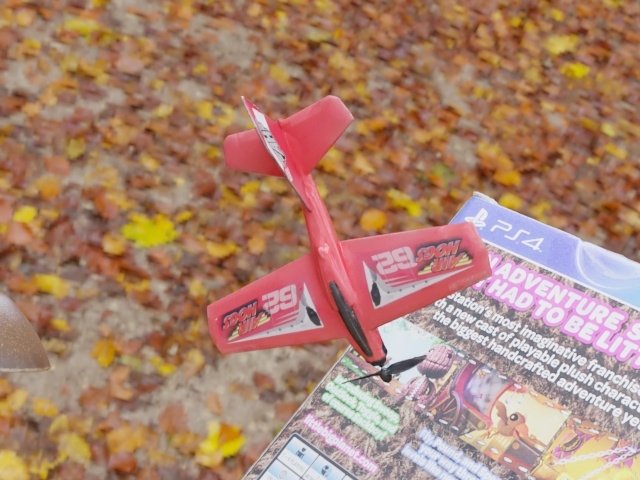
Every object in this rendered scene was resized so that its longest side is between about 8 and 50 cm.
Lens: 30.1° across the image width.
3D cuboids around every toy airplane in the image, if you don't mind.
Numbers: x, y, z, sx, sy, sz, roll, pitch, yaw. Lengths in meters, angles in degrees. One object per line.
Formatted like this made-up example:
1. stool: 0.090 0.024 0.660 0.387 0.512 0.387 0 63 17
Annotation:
1. toy airplane: 0.000 0.000 0.545 0.151 0.151 0.028 28 30 9

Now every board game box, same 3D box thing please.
1. board game box: 0.105 0.153 0.651 0.291 0.141 0.232 -50 42 -11

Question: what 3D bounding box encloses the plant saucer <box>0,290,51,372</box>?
1. plant saucer: -0.314 0.037 0.703 0.311 0.050 0.310 6 -5 1
